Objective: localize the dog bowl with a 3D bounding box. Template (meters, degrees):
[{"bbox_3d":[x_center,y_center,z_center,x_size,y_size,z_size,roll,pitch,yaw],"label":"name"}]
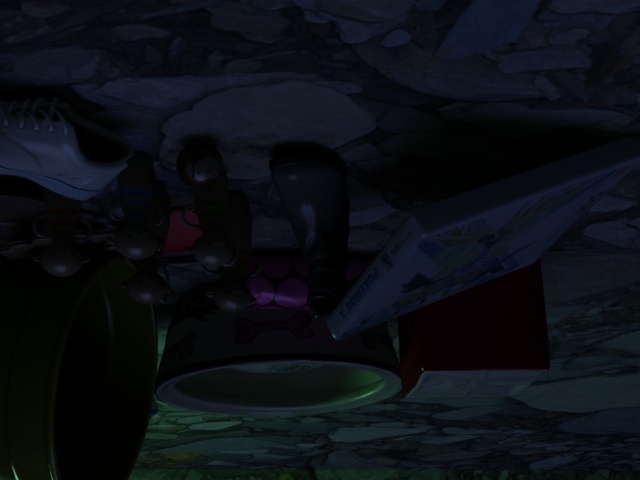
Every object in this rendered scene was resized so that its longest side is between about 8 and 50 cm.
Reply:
[{"bbox_3d":[-0.068,0.176,2.032,0.408,0.150,0.408,-3,160,-1],"label":"dog bowl"}]

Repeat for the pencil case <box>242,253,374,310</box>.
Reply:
[{"bbox_3d":[-0.016,0.068,1.827,0.209,0.095,0.098,6,175,-15],"label":"pencil case"}]

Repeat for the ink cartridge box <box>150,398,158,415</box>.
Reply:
[{"bbox_3d":[-0.385,0.253,2.077,0.171,0.168,0.232,-23,174,-16],"label":"ink cartridge box"}]

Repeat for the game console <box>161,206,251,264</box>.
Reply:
[{"bbox_3d":[-0.173,-0.014,1.683,0.144,0.085,0.124,-3,-168,5],"label":"game console"}]

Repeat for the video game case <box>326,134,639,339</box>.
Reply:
[{"bbox_3d":[0.193,0.000,1.496,0.329,0.036,0.300,-19,161,-27],"label":"video game case"}]

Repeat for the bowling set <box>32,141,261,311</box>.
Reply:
[{"bbox_3d":[-0.184,-0.017,1.460,0.287,0.154,0.200,5,160,-20],"label":"bowling set"}]

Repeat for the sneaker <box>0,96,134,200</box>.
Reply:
[{"bbox_3d":[-0.304,-0.117,1.293,0.091,0.094,0.258,-34,152,25],"label":"sneaker"}]

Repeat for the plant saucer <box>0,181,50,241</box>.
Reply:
[{"bbox_3d":[-0.400,-0.038,1.568,0.168,0.029,0.168,-2,162,-1],"label":"plant saucer"}]

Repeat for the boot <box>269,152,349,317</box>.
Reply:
[{"bbox_3d":[0.000,0.000,1.518,0.083,0.161,0.246,-7,160,11],"label":"boot"}]

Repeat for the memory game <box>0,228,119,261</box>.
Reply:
[{"bbox_3d":[-0.338,0.008,1.675,0.186,0.012,0.186,-8,172,-1],"label":"memory game"}]

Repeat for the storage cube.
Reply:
[{"bbox_3d":[0.223,0.121,1.843,0.215,0.193,0.184,1,160,-6],"label":"storage cube"}]

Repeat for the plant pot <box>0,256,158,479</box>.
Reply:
[{"bbox_3d":[-0.466,0.190,1.799,0.353,0.366,0.366,5,163,14],"label":"plant pot"}]
